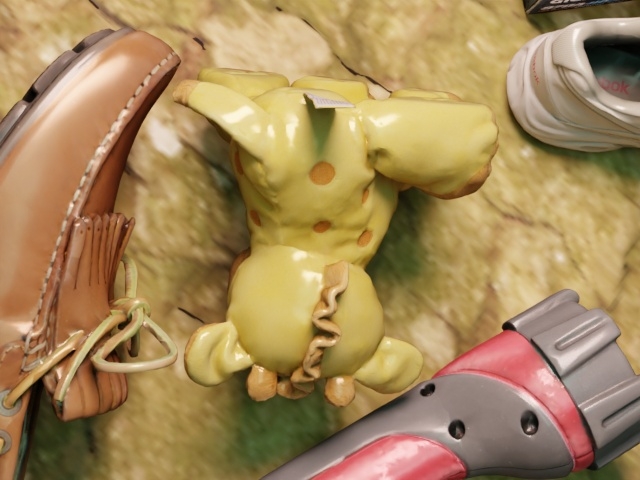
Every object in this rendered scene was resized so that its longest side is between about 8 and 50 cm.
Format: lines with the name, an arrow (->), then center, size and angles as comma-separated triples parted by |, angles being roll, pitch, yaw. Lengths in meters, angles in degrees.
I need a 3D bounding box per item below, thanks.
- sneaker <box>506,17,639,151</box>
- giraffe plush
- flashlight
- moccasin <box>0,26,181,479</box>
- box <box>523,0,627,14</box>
sneaker -> 0.235, -0.087, 0.858 | 0.232, 0.115, 0.090 | 3, 83, -6
giraffe plush -> 0.000, 0.000, 0.796 | 0.181, 0.210, 0.171 | 8, 100, 8
flashlight -> 0.043, 0.143, 0.818 | 0.304, 0.103, 0.103 | -31, 90, -10
moccasin -> -0.159, 0.065, 0.786 | 0.147, 0.139, 0.380 | 23, 81, -4
box -> 0.200, -0.264, 0.910 | 0.175, 0.051, 0.220 | -8, 84, -7
